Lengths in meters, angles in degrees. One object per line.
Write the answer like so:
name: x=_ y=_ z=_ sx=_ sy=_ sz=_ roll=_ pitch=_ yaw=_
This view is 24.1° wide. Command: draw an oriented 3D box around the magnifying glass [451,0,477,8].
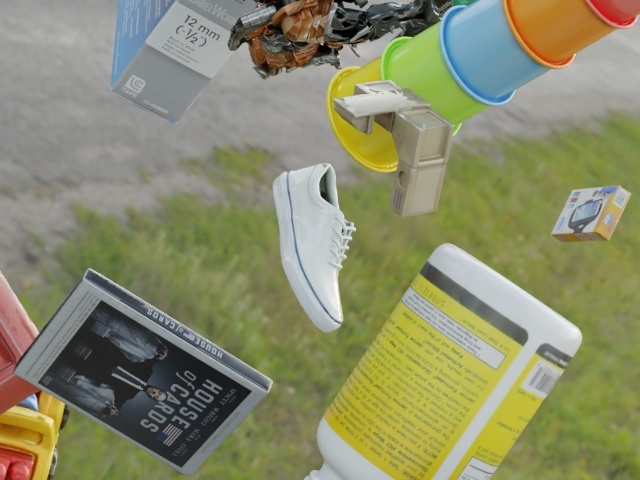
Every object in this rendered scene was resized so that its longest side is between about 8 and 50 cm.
magnifying glass: x=0.182 y=-0.305 z=1.891 sx=0.092 sy=0.026 sz=0.231 roll=47 pitch=-21 yaw=18

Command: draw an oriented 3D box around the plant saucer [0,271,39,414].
plant saucer: x=-0.493 y=0.124 z=1.827 sx=0.259 sy=0.258 sz=0.048 roll=57 pitch=-5 yaw=6

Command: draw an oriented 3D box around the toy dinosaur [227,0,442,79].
toy dinosaur: x=0.013 y=-0.256 z=1.625 sx=0.218 sy=0.164 sz=0.322 roll=-16 pitch=9 yaw=-17

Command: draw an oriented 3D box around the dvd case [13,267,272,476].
dvd case: x=-0.198 y=0.151 z=1.658 sx=0.239 sy=0.179 sz=0.029 roll=33 pitch=36 yaw=-11

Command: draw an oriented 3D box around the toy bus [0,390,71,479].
toy bus: x=-0.403 y=0.259 z=1.927 sx=0.149 sy=0.220 sz=0.211 roll=16 pitch=0 yaw=-13

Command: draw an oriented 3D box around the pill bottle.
pill bottle: x=0.116 y=0.186 z=1.613 sx=0.188 sy=0.334 sz=0.188 roll=34 pitch=3 yaw=-2

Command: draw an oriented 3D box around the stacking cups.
stacking cups: x=0.144 y=-0.145 z=1.125 sx=0.096 sy=0.316 sz=0.096 roll=21 pitch=59 yaw=-38

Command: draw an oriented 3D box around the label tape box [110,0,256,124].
label tape box: x=-0.136 y=-0.357 z=1.946 sx=0.115 sy=0.347 sz=0.249 roll=29 pitch=33 yaw=-25

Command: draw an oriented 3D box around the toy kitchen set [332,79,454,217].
toy kitchen set: x=0.042 y=-0.068 z=1.110 sx=0.068 sy=0.075 sz=0.083 roll=-10 pitch=34 yaw=-32

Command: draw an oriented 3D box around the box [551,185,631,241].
box: x=0.397 y=-0.039 z=2.227 sx=0.028 sy=0.081 sz=0.136 roll=34 pitch=-16 yaw=-23

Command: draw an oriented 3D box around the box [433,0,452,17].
box: x=0.230 y=-0.334 z=2.236 sx=0.162 sy=0.029 sz=0.116 roll=37 pitch=-19 yaw=-11

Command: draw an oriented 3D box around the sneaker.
sneaker: x=0.000 y=0.000 z=2.017 sx=0.094 sy=0.091 sz=0.258 roll=37 pitch=32 yaw=-52
